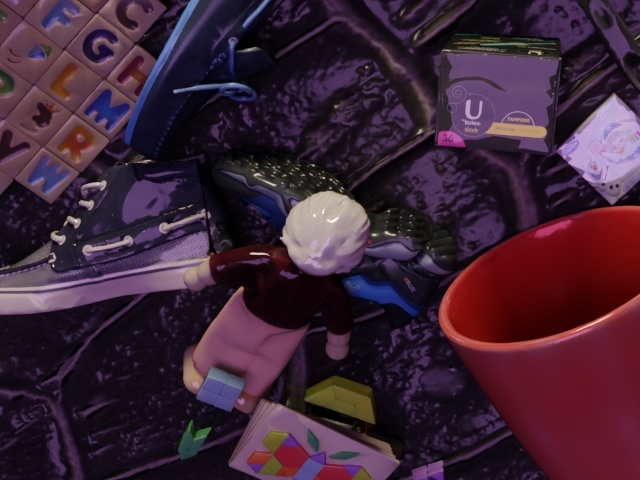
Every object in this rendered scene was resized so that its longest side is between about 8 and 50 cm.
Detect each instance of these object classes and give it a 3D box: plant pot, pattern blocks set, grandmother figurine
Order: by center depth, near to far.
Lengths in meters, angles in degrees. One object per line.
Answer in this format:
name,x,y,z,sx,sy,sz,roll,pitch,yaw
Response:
plant pot,0.298,0.132,1.217,0.275,0.275,0.243,-20,110,16
grandmother figurine,-0.052,0.066,1.270,0.208,0.104,0.342,17,137,-21
pattern blocks set,-0.010,0.268,1.363,0.325,0.026,0.285,15,129,-1

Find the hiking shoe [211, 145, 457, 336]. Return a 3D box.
hiking shoe,0.000,0.000,1.301,0.304,0.113,0.132,27,113,4

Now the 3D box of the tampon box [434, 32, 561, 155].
tampon box,0.190,-0.158,1.190,0.120,0.161,0.101,6,107,10

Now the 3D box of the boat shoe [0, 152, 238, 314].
boat shoe,-0.269,-0.011,1.356,0.340,0.127,0.158,-9,99,5

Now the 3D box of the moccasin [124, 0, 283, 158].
moccasin,-0.097,-0.223,1.242,0.117,0.138,0.342,32,109,-8

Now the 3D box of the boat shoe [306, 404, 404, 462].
boat shoe,0.042,0.242,1.398,0.133,0.049,0.042,18,117,10

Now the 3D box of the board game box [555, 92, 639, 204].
board game box,0.326,-0.102,1.255,0.090,0.020,0.090,43,110,-4

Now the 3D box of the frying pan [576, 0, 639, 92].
frying pan,0.272,-0.320,1.184,0.326,0.053,0.197,33,109,-2

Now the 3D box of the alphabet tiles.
alphabet tiles,-0.353,-0.197,1.294,0.285,0.011,0.342,38,107,-28
